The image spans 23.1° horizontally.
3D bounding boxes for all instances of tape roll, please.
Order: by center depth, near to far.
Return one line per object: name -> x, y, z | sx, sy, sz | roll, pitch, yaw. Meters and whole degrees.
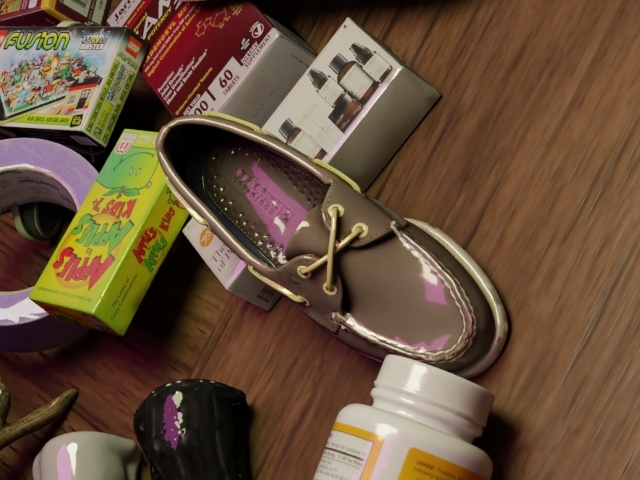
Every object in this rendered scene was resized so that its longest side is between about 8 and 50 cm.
tape roll -> -0.279, 0.004, 1.470 | 0.189, 0.080, 0.189 | -2, 66, 4

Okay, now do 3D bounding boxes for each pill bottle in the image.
pill bottle -> 0.047, 0.194, 1.097 | 0.117, 0.117, 0.215 | 13, 78, 46

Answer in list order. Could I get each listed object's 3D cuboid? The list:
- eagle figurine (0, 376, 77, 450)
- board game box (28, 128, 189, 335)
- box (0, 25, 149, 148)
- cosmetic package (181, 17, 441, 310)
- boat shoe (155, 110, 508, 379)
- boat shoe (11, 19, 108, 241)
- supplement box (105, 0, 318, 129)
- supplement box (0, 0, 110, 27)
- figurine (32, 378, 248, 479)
eagle figurine -> -0.418, 0.174, 1.507 | 0.298, 0.226, 0.225 | 22, 105, 42
board game box -> -0.173, -0.010, 1.378 | 0.092, 0.043, 0.181 | 9, 64, 42
box -> -0.266, -0.151, 1.519 | 0.207, 0.036, 0.114 | 6, 69, 41
cosmetic package -> -0.012, -0.065, 1.335 | 0.239, 0.060, 0.099 | -52, 42, 10
boat shoe -> 0.000, 0.000, 1.211 | 0.324, 0.097, 0.116 | 38, 98, 30
boat shoe -> -0.253, -0.110, 1.576 | 0.079, 0.084, 0.233 | 11, 80, 25
supplement box -> -0.104, -0.186, 1.479 | 0.130, 0.073, 0.239 | -51, 42, 11
supplement box -> -0.318, -0.268, 1.721 | 0.188, 0.081, 0.104 | -5, 66, 42
figurine -> -0.146, 0.247, 1.283 | 0.215, 0.092, 0.209 | -27, 56, 33
